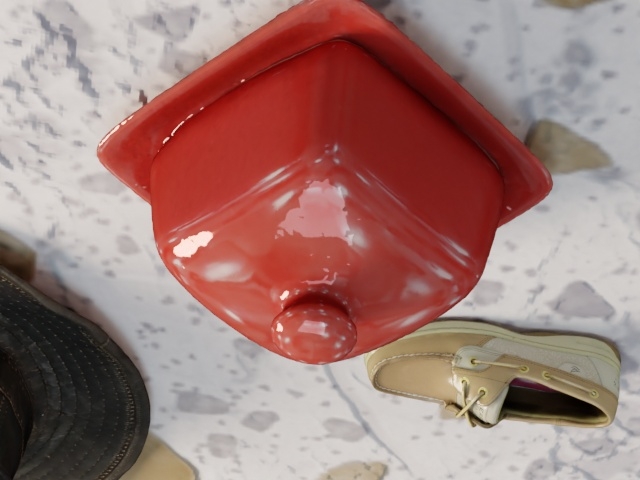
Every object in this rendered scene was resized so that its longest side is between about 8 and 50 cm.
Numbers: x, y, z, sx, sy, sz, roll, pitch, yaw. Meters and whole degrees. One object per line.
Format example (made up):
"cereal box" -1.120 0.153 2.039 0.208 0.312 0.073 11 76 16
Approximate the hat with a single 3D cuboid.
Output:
"hat" -0.264 0.129 0.813 0.331 0.134 0.331 2 140 2

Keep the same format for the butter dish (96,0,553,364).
"butter dish" 0.000 0.000 0.649 0.160 0.118 0.160 -29 131 32

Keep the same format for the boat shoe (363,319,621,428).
"boat shoe" 0.090 0.073 0.783 0.135 0.045 0.050 1 139 4
